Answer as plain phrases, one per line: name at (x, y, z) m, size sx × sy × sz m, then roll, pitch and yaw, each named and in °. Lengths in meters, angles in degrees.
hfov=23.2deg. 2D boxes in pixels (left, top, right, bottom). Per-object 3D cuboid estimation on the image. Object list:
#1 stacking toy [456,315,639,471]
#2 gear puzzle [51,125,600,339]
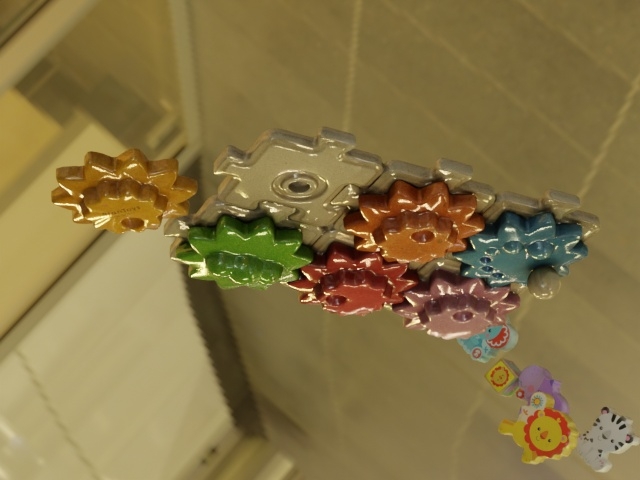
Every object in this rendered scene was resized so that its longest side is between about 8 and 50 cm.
stacking toy at (0.159, 0.099, 1.287) m, size 0.221 × 0.052 × 0.167 m, roll 51°, pitch -164°, yaw 28°
gear puzzle at (0.000, 0.000, 0.965) m, size 0.338 × 0.044 × 0.175 m, roll 14°, pitch 146°, yaw -24°
